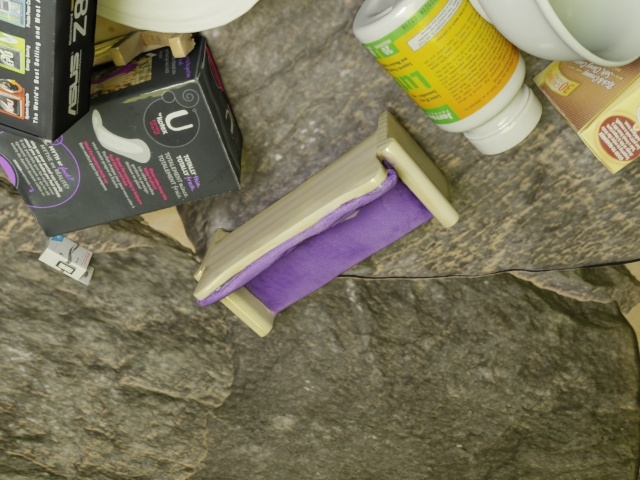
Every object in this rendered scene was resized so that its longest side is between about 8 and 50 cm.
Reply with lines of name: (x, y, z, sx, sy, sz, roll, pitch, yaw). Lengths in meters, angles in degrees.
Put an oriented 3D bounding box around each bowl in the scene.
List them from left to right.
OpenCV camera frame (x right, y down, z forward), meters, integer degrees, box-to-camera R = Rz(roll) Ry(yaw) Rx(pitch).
bowl: (0.244, -0.323, 0.723, 0.298, 0.297, 0.134, 43, 152, -27)

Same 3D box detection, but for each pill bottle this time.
pill bottle: (0.168, -0.223, 0.826, 0.136, 0.136, 0.246, -39, 118, 21)

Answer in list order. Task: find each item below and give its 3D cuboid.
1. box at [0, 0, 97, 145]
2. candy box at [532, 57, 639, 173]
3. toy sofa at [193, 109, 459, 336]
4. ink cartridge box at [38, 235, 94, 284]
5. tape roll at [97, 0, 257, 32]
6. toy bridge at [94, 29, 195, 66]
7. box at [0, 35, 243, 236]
box: (-0.340, -0.307, 0.534, 0.319, 0.097, 0.394, 20, 127, -1)
candy box: (0.435, -0.245, 0.798, 0.316, 0.182, 0.088, -39, 117, 21)
toy sofa: (0.000, 0.000, 0.920, 0.363, 0.177, 0.150, -33, 116, 25)
ink cartridge box: (-0.387, 0.028, 1.023, 0.083, 0.048, 0.028, 34, 116, -25)
tape roll: (-0.180, -0.345, 0.668, 0.287, 0.100, 0.286, 4, 156, 2)
toy bridge: (-0.242, -0.243, 0.833, 0.188, 0.063, 0.026, -2, 127, 22)
box: (-0.254, -0.134, 0.859, 0.271, 0.143, 0.165, -13, 127, 6)
